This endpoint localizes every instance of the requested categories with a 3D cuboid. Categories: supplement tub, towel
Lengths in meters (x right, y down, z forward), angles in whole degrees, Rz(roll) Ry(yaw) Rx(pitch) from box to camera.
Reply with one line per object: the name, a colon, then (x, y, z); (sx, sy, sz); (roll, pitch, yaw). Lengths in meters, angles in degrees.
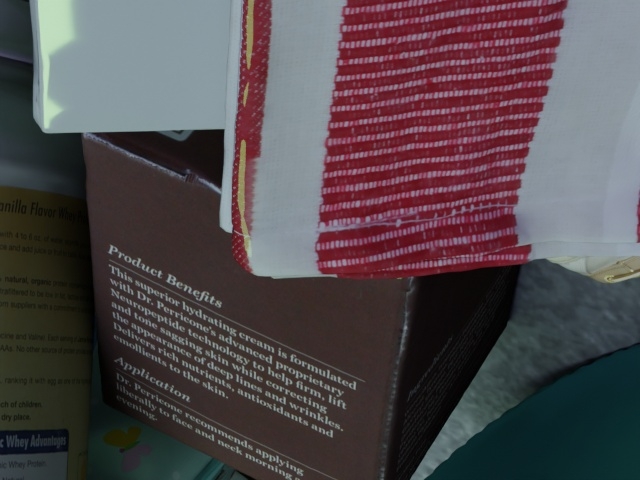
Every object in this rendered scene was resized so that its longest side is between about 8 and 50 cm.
supplement tub: (-0.227, 0.041, 0.815); (0.228, 0.228, 0.316); (-1, 84, 40)
towel: (0.132, -0.077, 0.576); (0.329, 0.037, 0.237); (-3, 137, -9)

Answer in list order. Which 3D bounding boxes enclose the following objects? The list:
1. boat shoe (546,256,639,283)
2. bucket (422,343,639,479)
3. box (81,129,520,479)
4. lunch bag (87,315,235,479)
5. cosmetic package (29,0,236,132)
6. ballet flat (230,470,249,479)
boat shoe: (0.175, -0.024, 0.734); (0.170, 0.063, 0.059); (-22, 137, 39)
bucket: (0.154, 0.190, 0.799); (0.183, 0.281, 0.281); (53, 140, -9)
box: (0.000, 0.000, 0.803); (0.168, 0.167, 0.203); (25, 140, 17)
lunch bag: (-0.185, 0.104, 1.010); (0.279, 0.224, 0.108); (34, 142, 7)
cosmetic package: (0.005, -0.166, 0.581); (0.224, 0.138, 0.224); (-2, 139, -9)
ballet flat: (-0.136, 0.184, 1.105); (0.400, 0.139, 0.139); (31, 141, 14)
